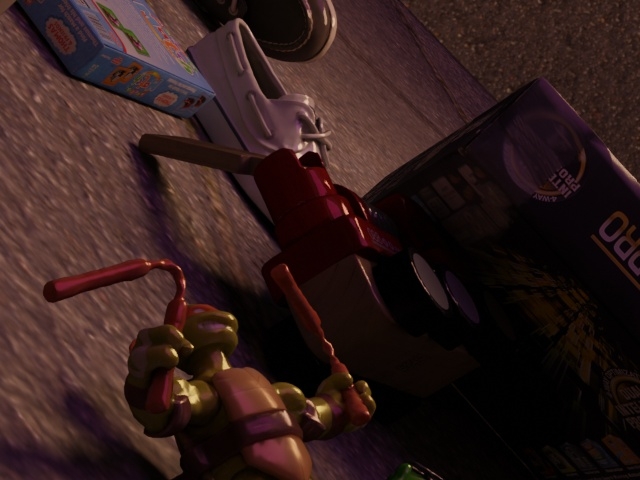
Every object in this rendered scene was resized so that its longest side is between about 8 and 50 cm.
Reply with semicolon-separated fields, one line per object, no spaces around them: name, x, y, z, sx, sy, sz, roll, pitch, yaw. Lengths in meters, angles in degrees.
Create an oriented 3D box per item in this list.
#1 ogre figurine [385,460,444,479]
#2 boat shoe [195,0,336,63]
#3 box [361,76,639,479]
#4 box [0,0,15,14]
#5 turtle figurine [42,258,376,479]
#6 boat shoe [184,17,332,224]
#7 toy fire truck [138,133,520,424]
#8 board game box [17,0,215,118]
ogre figurine;0.074;0.195;1.093;0.118;0.097;0.197;31;-4;2
boat shoe;-0.115;-0.298;1.974;0.095;0.112;0.335;2;39;-50
box;0.182;0.054;1.506;0.318;0.097;0.395;50;-17;-3
box;-0.284;-0.292;1.199;0.311;0.148;0.121;52;11;10
turtle figurine;-0.037;0.110;0.951;0.217;0.087;0.269;60;18;23
boat shoe;-0.037;-0.087;1.594;0.258;0.084;0.095;54;13;27
toy fire truck;0.000;0.000;1.366;0.217;0.158;0.246;25;37;-63
board game box;-0.178;-0.179;1.486;0.160;0.039;0.211;53;13;17
